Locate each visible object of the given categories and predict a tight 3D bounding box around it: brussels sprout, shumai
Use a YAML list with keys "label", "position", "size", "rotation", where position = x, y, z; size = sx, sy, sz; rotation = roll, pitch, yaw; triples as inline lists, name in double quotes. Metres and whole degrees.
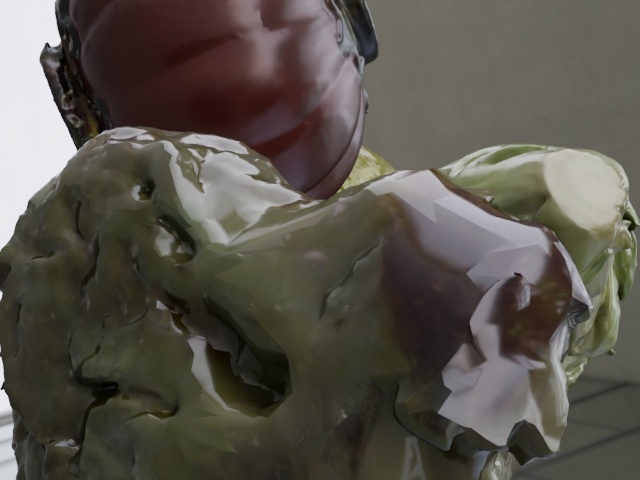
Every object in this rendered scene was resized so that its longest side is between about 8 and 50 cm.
- label: "brussels sprout"
  position: [0.109, 0.020, 0.748]
  size: [0.146, 0.131, 0.183]
  rotation: [18, -49, 22]
- label: "shumai"
  position: [-0.028, 0.075, 0.631]
  size: [0.283, 0.217, 0.346]
  rotation: [-32, -112, 60]

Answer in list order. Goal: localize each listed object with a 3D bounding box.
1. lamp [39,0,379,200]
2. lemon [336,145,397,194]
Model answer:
- label: "lamp"
  position: [-0.089, -0.148, 1.013]
  size: [0.303, 0.257, 0.303]
  rotation: [156, -90, -85]
- label: "lemon"
  position: [0.000, 0.000, 1.226]
  size: [0.184, 0.184, 0.248]
  rotation: [56, -21, 36]
